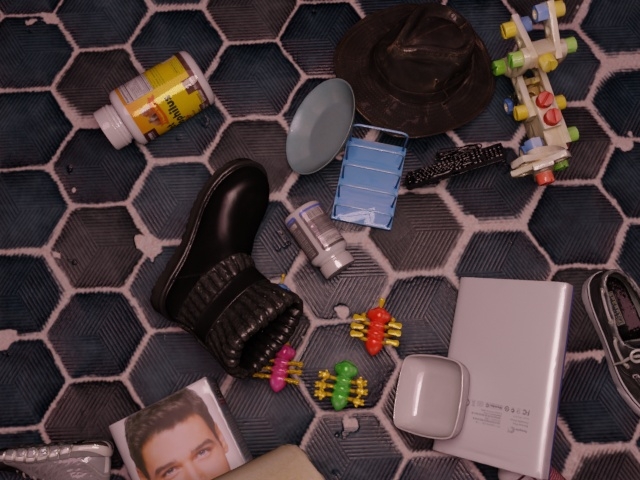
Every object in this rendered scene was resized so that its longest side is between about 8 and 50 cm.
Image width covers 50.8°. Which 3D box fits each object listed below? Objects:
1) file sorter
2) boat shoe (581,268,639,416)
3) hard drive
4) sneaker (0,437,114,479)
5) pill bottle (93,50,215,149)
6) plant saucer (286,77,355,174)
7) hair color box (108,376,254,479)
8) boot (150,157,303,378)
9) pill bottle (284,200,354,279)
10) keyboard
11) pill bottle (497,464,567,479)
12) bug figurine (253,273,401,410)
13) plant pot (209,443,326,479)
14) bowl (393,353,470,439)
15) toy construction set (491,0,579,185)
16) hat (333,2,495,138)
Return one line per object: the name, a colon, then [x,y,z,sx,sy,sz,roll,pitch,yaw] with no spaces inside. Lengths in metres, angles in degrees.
file sorter: [0.094,-0.120,1.275,0.118,0.104,0.170,11,79,3]
boat shoe: [0.580,0.193,1.210,0.113,0.105,0.306,-17,79,-3]
hard drive: [0.315,0.226,1.173,0.210,0.040,0.318,0,74,45]
sneaker: [-0.479,0.423,1.179,0.229,0.086,0.132,-4,81,-2]
pill bottle: [-0.321,-0.264,1.298,0.215,0.117,0.117,-32,80,-6]
plant saucer: [0.009,-0.211,1.281,0.038,0.195,0.194,21,76,-36]
hair color box: [-0.192,0.443,1.158,0.186,0.113,0.374,-27,79,-6]
boot: [-0.127,0.041,1.176,0.260,0.131,0.347,24,88,41]
pill bottle: [0.000,0.000,1.264,0.078,0.078,0.137,-33,81,-6]
keyboard: [0.250,-0.154,1.280,0.192,0.100,0.038,-17,114,13]
pill bottle: [0.368,0.416,1.176,0.086,0.086,0.152,-43,82,-8]
bug figurine: [-0.002,0.186,1.228,0.279,0.072,0.216,14,73,8]
plant pot: [-0.111,0.463,0.961,0.306,0.334,0.333,-29,80,-18]
bowl: [0.204,0.277,1.194,0.053,0.142,0.141,21,75,-39]
toy construction set: [0.408,-0.250,1.244,0.151,0.215,0.327,-1,79,0]
hat: [0.198,-0.357,1.284,0.332,0.134,0.331,3,70,-8]
